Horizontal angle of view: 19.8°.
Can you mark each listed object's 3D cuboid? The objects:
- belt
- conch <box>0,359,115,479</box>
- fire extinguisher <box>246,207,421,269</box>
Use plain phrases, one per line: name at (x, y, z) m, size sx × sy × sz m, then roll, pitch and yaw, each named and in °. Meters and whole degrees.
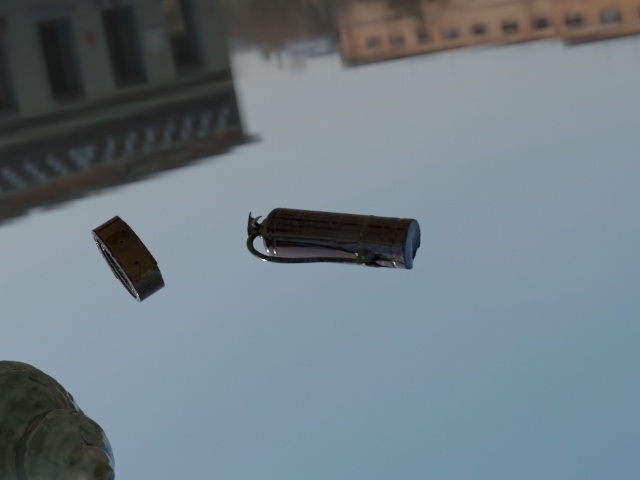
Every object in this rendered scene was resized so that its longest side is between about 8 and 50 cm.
belt at (-0.179, 0.017, 1.721) m, size 0.036 × 0.083 × 0.059 m, roll -33°, pitch 165°, yaw -14°
conch at (-0.256, 0.205, 1.485) m, size 0.277 × 0.195 × 0.220 m, roll -20°, pitch -138°, yaw 40°
fire extinguisher at (0.000, 0.000, 1.521) m, size 0.157 × 0.045 × 0.078 m, roll 6°, pitch -153°, yaw 20°
